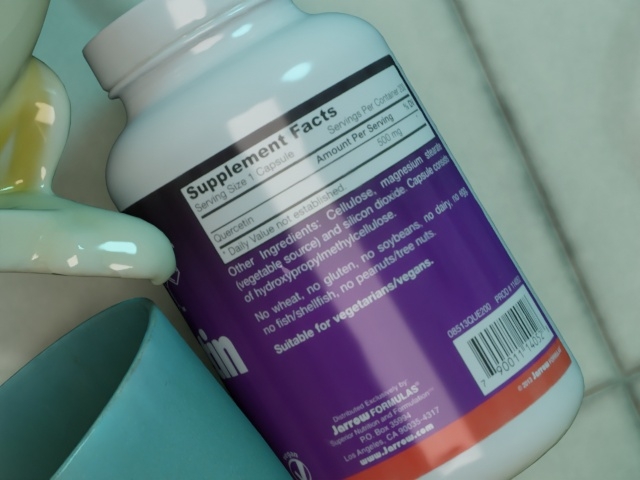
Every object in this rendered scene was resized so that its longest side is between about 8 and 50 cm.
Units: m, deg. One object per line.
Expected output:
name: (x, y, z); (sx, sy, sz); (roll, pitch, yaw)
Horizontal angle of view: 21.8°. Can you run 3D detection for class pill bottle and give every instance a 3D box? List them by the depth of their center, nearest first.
pill bottle: (0.000, 0.000, 0.948); (0.181, 0.181, 0.323); (-31, 93, -3)

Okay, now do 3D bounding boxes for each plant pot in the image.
plant pot: (-0.113, 0.214, 0.876); (0.293, 0.293, 0.235); (-44, 104, -2)

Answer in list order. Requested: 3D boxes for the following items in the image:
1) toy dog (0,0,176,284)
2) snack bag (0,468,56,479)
toy dog: (-0.232, -0.195, 0.831); (0.284, 0.395, 0.408); (4, 94, -44)
snack bag: (-0.255, 0.293, 1.010); (0.323, 0.037, 0.342); (-2, 89, -5)
